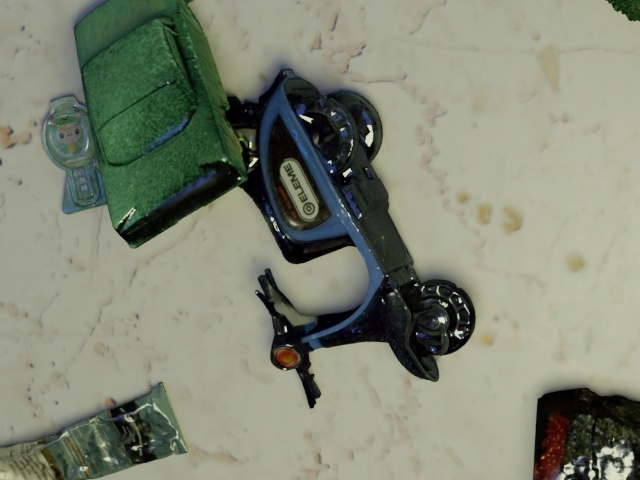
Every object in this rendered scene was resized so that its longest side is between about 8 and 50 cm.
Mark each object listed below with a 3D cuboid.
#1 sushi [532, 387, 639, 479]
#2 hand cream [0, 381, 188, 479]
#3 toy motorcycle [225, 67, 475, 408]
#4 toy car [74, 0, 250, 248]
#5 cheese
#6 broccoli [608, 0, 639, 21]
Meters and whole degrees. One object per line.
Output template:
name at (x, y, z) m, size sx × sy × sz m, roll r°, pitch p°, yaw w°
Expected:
sushi at (0.268, 0.258, 1.671) m, size 0.126 × 0.136 × 0.225 m, roll 4°, pitch 87°, yaw 9°
hand cream at (-0.267, 0.224, 1.826) m, size 0.247 × 0.052 × 0.075 m, roll -19°, pitch 112°, yaw 6°
toy motorcycle at (0.000, 0.000, 1.720) m, size 0.212 × 0.125 × 0.359 m, roll -31°, pitch 85°, yaw 21°
toy car at (-0.163, -0.144, 1.671) m, size 0.141 × 0.097 × 0.321 m, roll -31°, pitch 46°, yaw 13°
cheese at (-0.257, -0.092, 1.807) m, size 0.067 × 0.026 × 0.121 m, roll -14°, pitch 91°, yaw 12°
broccoli at (0.339, -0.315, 1.581) m, size 0.297 × 0.297 × 0.298 m, roll 22°, pitch 99°, yaw 41°
